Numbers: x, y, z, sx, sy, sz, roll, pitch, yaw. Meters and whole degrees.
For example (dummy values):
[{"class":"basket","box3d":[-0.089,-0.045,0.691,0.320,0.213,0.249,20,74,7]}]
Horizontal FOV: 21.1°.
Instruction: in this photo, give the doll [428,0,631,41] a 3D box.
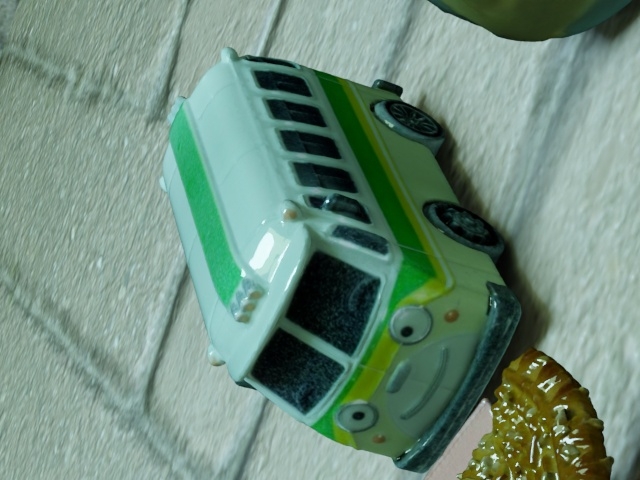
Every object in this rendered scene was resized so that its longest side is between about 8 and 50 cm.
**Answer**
[{"class":"doll","box3d":[0.097,-0.241,0.992,0.161,0.177,0.260,-55,34,33]}]

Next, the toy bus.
[{"class":"toy bus","box3d":[0.000,0.000,1.040,0.133,0.165,0.276,-63,25,23]}]

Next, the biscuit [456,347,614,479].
[{"class":"biscuit","box3d":[0.083,0.153,0.780,0.126,0.025,0.206,19,89,65]}]

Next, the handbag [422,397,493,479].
[{"class":"handbag","box3d":[0.093,0.198,0.832,0.157,0.059,0.212,-60,28,29]}]
